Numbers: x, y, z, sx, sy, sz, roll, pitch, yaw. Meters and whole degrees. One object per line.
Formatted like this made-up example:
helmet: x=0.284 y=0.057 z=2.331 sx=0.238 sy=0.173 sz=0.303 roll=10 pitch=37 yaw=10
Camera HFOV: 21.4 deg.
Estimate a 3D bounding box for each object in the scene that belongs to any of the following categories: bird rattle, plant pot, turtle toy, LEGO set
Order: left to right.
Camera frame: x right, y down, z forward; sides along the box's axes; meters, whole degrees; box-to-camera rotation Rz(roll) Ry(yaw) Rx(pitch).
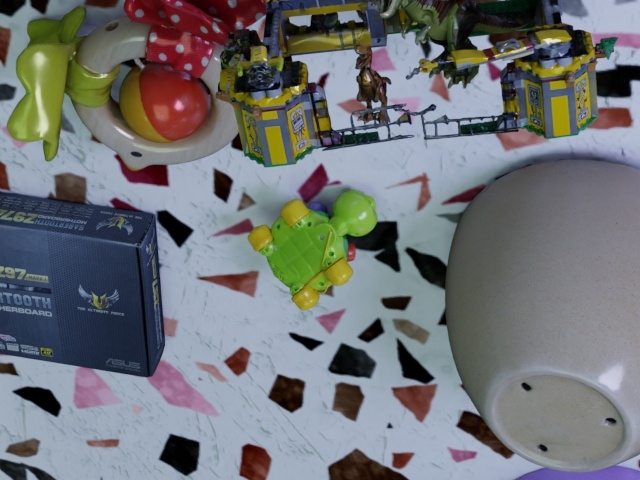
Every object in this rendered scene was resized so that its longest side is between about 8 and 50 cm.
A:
bird rattle: x=-0.149 y=-0.157 z=1.525 sx=0.254 sy=0.143 sz=0.207 roll=-23 pitch=132 yaw=16
turtle toy: x=0.000 y=0.000 z=1.617 sx=0.130 sy=0.066 sz=0.095 roll=-37 pitch=88 yaw=34
LEGO set: x=0.062 y=-0.204 z=1.311 sx=0.331 sy=0.255 sz=0.192 roll=-1 pitch=130 yaw=13
plant pot: x=0.235 y=0.096 z=1.532 sx=0.284 sy=0.191 sz=0.284 roll=12 pitch=135 yaw=12

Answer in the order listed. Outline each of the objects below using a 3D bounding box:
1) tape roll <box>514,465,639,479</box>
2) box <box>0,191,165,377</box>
tape roll: x=0.299 y=0.366 z=1.826 sx=0.275 sy=0.090 sz=0.274 roll=8 pitch=132 yaw=9
box: x=-0.280 y=0.042 z=1.739 sx=0.233 sy=0.059 sz=0.183 roll=8 pitch=130 yaw=9
